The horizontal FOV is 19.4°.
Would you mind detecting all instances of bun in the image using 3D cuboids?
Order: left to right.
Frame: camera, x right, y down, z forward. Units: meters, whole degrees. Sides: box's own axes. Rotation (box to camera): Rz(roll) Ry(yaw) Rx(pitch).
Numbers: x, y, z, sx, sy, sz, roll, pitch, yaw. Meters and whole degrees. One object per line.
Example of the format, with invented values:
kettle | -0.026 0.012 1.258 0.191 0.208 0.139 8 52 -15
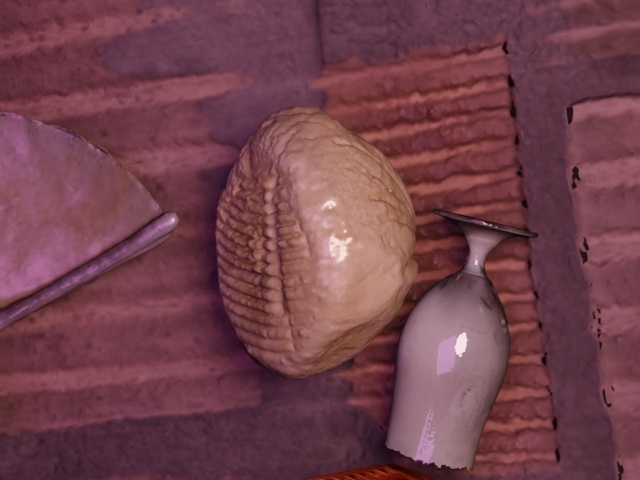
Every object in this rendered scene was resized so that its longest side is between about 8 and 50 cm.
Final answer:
bun | 0.000 0.000 1.523 0.220 0.134 0.220 10 101 64

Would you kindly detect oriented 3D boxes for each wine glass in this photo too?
wine glass | 0.110 0.081 1.512 0.093 0.093 0.202 14 93 19

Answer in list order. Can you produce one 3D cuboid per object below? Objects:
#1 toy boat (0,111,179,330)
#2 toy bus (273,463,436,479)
toy boat | -0.310 0.003 1.663 0.276 0.111 0.293 44 89 15
toy bus | 0.029 0.252 1.412 0.153 0.329 0.143 28 98 20
